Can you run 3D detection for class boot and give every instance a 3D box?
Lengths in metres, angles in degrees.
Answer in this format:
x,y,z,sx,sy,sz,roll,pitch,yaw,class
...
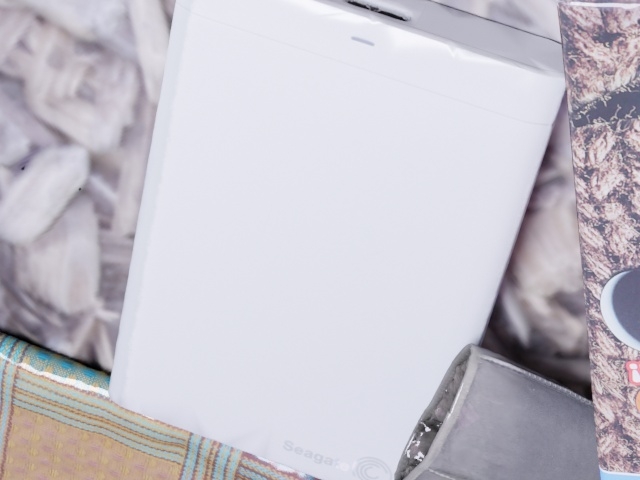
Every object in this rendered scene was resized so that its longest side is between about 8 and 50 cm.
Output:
x,y,z,sx,sy,sz,roll,pitch,yaw,class
0.141,0.162,1.002,0.208,0.076,0.189,14,115,-13,boot

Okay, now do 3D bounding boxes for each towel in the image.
x,y,z,sx,sy,sz,roll,pitch,yaw,class
-0.197,0.174,1.178,0.370,0.040,0.271,20,128,5,towel

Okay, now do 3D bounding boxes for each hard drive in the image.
x,y,z,sx,sy,sz,roll,pitch,yaw,class
0.000,0.000,0.986,0.203,0.040,0.307,19,127,6,hard drive

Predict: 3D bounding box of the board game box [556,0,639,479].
x,y,z,sx,sy,sz,roll,pitch,yaw,class
0.240,-0.019,0.809,0.232,0.141,0.291,2,128,18,board game box
